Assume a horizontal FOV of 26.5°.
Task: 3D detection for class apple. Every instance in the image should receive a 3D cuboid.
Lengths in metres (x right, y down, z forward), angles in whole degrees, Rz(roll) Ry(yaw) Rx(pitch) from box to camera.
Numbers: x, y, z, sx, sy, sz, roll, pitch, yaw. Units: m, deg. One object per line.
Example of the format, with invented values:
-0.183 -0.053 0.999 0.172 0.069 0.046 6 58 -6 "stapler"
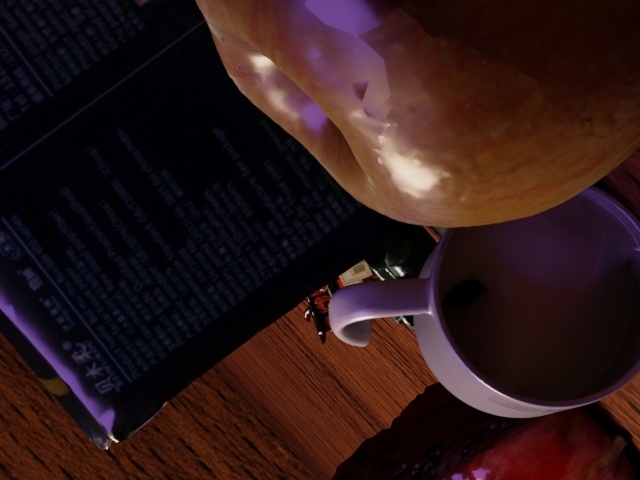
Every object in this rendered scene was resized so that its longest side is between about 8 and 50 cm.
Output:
0.051 -0.112 0.522 0.211 0.188 0.211 47 170 11 "apple"

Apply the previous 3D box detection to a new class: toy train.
0.099 0.051 1.040 0.170 0.071 0.111 47 -176 -29 "toy train"
0.000 0.000 1.199 0.249 0.085 0.053 68 -178 -48 "toy train"

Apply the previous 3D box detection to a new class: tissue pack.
-0.167 -0.110 0.869 0.416 0.264 0.253 52 175 -11 "tissue pack"

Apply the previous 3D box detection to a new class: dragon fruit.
0.177 0.297 1.172 0.329 0.228 0.286 53 164 -10 "dragon fruit"

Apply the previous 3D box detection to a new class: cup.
0.106 0.052 0.827 0.134 0.173 0.142 57 169 7 "cup"

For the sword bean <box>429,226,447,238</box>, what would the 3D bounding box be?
0.109 0.000 0.966 0.269 0.038 0.043 43 -170 22 "sword bean"
